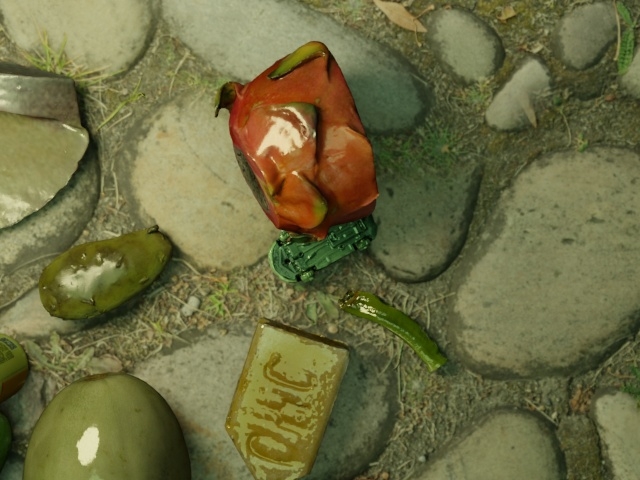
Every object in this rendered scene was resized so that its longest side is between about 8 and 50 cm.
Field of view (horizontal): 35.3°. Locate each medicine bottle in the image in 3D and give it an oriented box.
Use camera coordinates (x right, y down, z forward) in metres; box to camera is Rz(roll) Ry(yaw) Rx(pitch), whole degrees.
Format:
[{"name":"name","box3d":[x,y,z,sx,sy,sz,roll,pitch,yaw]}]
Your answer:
[{"name":"medicine bottle","box3d":[-0.538,0.215,1.534,0.124,0.239,0.124,0,96,2]}]

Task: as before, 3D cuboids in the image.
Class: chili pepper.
[{"name":"chili pepper","box3d":[0.123,0.140,1.638,0.202,0.050,0.052,37,56,-2]}]

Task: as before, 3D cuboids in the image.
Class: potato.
[{"name":"potato","box3d":[-0.340,0.051,1.599,0.225,0.090,0.117,-25,88,-6]}]

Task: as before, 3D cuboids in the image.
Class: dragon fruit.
[{"name":"dragon fruit","box3d":[-0.035,-0.130,1.491,0.189,0.290,0.290,-21,95,-5]}]

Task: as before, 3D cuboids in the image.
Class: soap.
[{"name":"soap","box3d":[-0.063,0.270,1.625,0.160,0.080,0.257,17,94,-2]}]

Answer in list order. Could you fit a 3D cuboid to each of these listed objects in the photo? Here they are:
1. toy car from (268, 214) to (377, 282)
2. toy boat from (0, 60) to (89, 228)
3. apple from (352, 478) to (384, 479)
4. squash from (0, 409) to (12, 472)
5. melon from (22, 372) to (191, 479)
[{"name":"toy car","box3d":[0.000,0.000,1.616,0.186,0.058,0.093,-29,94,-11]},{"name":"toy boat","box3d":[-0.499,-0.159,1.583,0.276,0.111,0.293,-6,107,-1]},{"name":"apple","box3d":[0.088,0.540,1.579,0.251,0.163,0.293,1,93,-17]},{"name":"squash","box3d":[-0.598,0.444,1.623,0.101,0.101,0.378,27,95,-3]},{"name":"melon","box3d":[-0.324,0.360,1.545,0.272,0.272,0.308,17,77,-2]}]
